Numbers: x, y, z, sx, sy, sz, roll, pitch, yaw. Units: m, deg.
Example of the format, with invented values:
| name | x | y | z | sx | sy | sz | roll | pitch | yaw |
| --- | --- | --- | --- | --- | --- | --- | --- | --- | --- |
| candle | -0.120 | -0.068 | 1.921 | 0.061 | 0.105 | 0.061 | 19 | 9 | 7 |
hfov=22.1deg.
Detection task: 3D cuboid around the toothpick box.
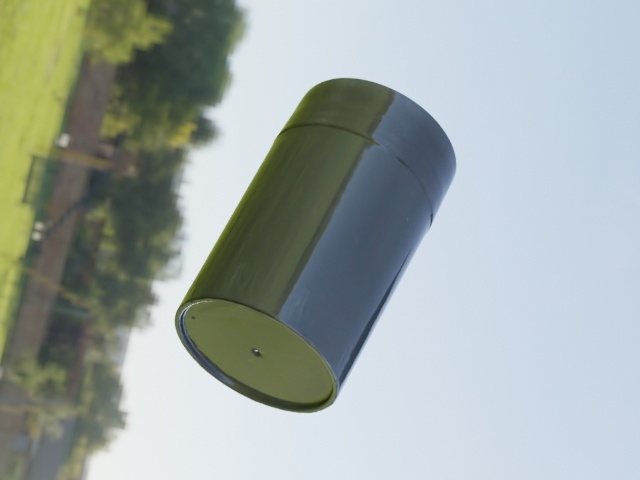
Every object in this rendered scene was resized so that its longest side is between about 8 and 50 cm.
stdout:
| name | x | y | z | sx | sy | sz | roll | pitch | yaw |
| --- | --- | --- | --- | --- | --- | --- | --- | --- | --- |
| toothpick box | 0.000 | 0.000 | 0.983 | 0.181 | 0.111 | 0.111 | -61 | 179 | -32 |
